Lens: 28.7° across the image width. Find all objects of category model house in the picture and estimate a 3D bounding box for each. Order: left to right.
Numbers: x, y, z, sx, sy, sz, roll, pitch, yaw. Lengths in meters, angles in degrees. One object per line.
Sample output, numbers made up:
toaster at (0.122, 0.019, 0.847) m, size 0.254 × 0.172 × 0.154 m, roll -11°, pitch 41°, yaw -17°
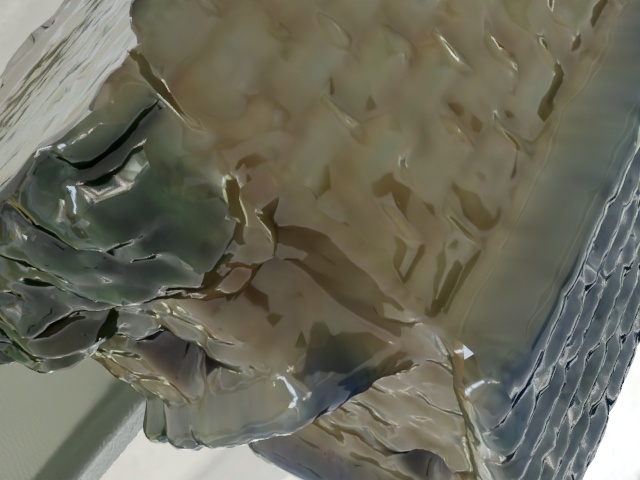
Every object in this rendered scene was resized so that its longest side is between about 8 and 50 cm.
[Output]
model house at (0.000, 0.000, 0.737) m, size 0.400 × 0.395 × 0.445 m, roll 40°, pitch -34°, yaw -20°

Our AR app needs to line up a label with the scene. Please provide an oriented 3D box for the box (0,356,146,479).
box at (-0.413, 0.197, 1.342) m, size 0.344 × 0.352 × 0.177 m, roll -49°, pitch -10°, yaw -16°
